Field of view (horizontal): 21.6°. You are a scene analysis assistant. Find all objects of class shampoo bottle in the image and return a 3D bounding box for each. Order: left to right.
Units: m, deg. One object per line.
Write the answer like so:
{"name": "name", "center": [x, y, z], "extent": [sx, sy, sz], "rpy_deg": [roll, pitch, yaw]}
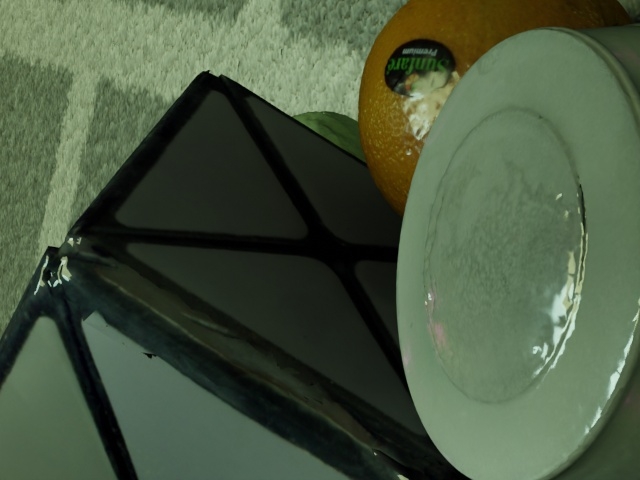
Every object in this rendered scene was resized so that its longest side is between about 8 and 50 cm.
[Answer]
{"name": "shampoo bottle", "center": [0.196, 0.020, 0.870], "extent": [0.273, 0.266, 0.273], "rpy_deg": [-24, 63, 58]}

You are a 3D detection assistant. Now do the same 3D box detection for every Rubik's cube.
{"name": "Rubik's cube", "center": [-0.059, 0.117, 1.177], "extent": [0.307, 0.310, 0.305], "rpy_deg": [-59, 1, 31]}

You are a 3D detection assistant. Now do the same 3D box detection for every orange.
{"name": "orange", "center": [0.123, -0.091, 1.124], "extent": [0.206, 0.206, 0.206], "rpy_deg": [-28, 58, 57]}

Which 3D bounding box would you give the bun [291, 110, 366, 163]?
{"name": "bun", "center": [0.000, -0.003, 1.415], "extent": [0.221, 0.108, 0.221], "rpy_deg": [-31, 54, 55]}
